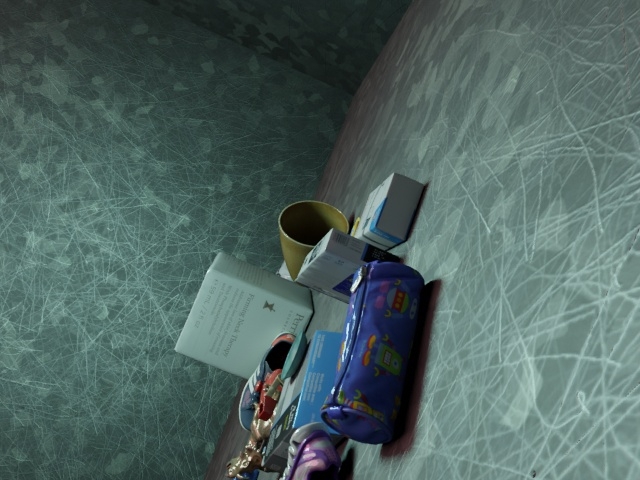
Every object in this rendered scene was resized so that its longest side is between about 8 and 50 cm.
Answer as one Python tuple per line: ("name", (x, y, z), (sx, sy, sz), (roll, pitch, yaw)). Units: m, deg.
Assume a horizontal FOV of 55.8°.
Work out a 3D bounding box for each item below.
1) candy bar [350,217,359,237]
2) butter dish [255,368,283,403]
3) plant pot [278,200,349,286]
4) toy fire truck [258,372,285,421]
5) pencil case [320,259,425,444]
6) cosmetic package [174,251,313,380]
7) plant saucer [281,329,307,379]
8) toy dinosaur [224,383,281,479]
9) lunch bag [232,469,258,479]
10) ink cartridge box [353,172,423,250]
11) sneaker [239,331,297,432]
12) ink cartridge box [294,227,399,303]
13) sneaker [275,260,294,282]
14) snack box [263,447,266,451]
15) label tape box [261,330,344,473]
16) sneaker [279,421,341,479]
("candy bar", (0.099, -0.001, 1.896), (0.040, 0.018, 0.161), (123, 168, -56))
("butter dish", (-0.142, 0.461, 1.837), (0.160, 0.118, 0.160), (-76, 12, -52))
("plant pot", (-0.035, 0.032, 2.098), (0.237, 0.237, 0.254), (-75, -5, -47))
("toy fire truck", (-0.068, 0.369, 1.503), (0.047, 0.135, 0.192), (120, 170, -46))
("pencil case", (0.087, 0.170, 0.994), (0.119, 0.133, 0.306), (-24, 39, 46))
("cosmetic package", (-0.270, 0.285, 2.227), (0.327, 0.393, 0.329), (-109, 42, -80))
("plant saucer", (-0.056, 0.260, 1.359), (0.119, 0.021, 0.119), (-156, 90, -85))
("toy dinosaur", (-0.114, 0.490, 1.577), (0.296, 0.127, 0.200), (-53, 18, 13))
("lunch bag", (-0.234, 0.737, 1.870), (0.065, 0.067, 0.098), (123, 169, -55))
("ink cartridge box", (0.154, -0.059, 1.408), (0.190, 0.082, 0.140), (143, 149, -73))
("sneaker", (-0.170, 0.464, 1.981), (0.148, 0.131, 0.350), (130, 162, -81))
("ink cartridge box", (0.051, 0.069, 1.434), (0.333, 0.165, 0.065), (134, 158, -68))
("sneaker", (-0.094, 0.073, 2.615), (0.366, 0.137, 0.210), (-87, 18, -79))
("snack box", (-0.137, 0.591, 1.789), (0.178, 0.022, 0.064), (123, 167, -55))
("label tape box", (-0.005, 0.327, 1.283), (0.334, 0.106, 0.241), (120, 170, -46))
("sneaker", (-0.019, 0.453, 1.093), (0.104, 0.095, 0.236), (34, 116, 48))
